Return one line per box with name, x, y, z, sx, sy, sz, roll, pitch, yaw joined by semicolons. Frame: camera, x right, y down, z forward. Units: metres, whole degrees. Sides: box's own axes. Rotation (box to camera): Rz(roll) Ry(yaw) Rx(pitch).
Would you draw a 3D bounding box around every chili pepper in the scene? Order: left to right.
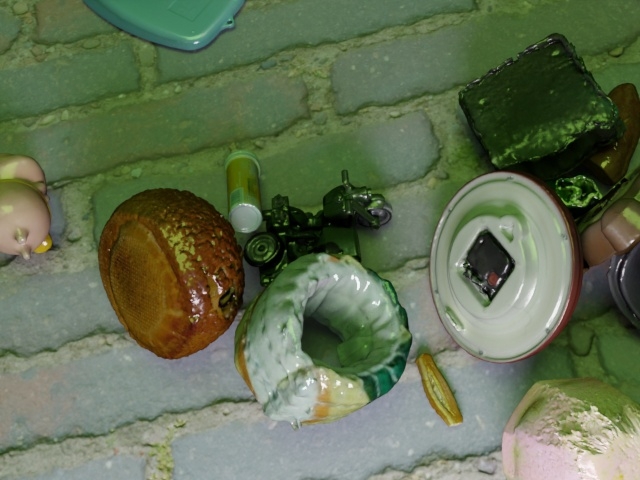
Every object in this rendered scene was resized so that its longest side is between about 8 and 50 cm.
chili pepper;0.398;-0.058;1.445;0.099;0.253;0.084;3;79;-11

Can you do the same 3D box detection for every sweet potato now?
sweet potato;0.555;-0.208;1.590;0.097;0.097;0.252;15;60;15

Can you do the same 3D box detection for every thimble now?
thimble;0.004;0.162;1.344;0.254;0.167;0.288;42;45;-3

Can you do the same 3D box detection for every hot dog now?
hot dog;0.195;0.253;1.412;0.044;0.028;0.137;-10;59;-29

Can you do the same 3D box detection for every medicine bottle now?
medicine bottle;-0.144;-0.092;1.567;0.073;0.074;0.218;-12;31;0

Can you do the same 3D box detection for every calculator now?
calculator;-0.355;-0.569;1.930;0.386;0.054;0.256;28;68;17

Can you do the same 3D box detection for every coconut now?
coconut;0.396;0.312;1.242;0.233;0.245;0.233;-2;95;-18

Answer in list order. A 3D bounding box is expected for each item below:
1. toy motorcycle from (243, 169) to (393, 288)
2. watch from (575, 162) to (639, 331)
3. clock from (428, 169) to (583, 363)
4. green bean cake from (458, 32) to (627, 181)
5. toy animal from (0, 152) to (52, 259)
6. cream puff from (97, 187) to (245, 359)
toy motorcycle;0.000;0.000;1.523;0.275;0.127;0.205;-10;57;6
watch;0.588;0.034;1.347;0.327;0.335;0.314;45;58;6
clock;0.290;0.042;1.377;0.080;0.318;0.319;3;53;-34
green bean cake;0.406;-0.229;1.555;0.241;0.132;0.255;-29;48;10
toy animal;-0.588;-0.065;1.611;0.149;0.165;0.248;-10;45;-31
cream puff;-0.245;0.047;1.459;0.212;0.303;0.303;-18;54;-42
